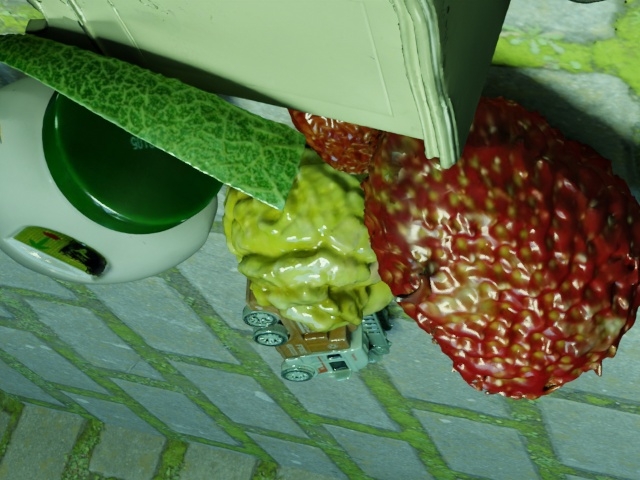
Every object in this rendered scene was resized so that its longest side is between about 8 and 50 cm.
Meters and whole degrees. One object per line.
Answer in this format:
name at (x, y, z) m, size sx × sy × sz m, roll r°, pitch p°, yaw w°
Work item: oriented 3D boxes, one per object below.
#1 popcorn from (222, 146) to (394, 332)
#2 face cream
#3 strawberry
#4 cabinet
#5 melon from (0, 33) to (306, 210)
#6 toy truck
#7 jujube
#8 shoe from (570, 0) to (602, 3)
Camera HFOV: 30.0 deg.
popcorn at (0.000, 0.000, 1.444) m, size 0.259 × 0.212 × 0.259 m, roll 22°, pitch 157°, yaw 10°
face cream at (-0.274, -0.077, 1.444) m, size 0.312 × 0.219 × 0.357 m, roll 29°, pitch 153°, yaw -20°
strawberry at (0.168, 0.013, 1.211) m, size 0.343 × 0.292 × 0.292 m, roll 17°, pitch 164°, yaw -42°
cabinet at (-0.034, -0.252, 0.747) m, size 0.318 × 0.290 × 0.227 m, roll 15°, pitch 163°, yaw 17°
melon at (-0.129, -0.098, 0.822) m, size 0.261 × 0.053 × 0.114 m, roll 24°, pitch -173°, yaw 5°
toy truck at (0.007, 0.109, 1.796) m, size 0.184 × 0.133 × 0.338 m, roll -6°, pitch 150°, yaw 14°
jujube at (0.029, -0.133, 1.238) m, size 0.112 × 0.109 × 0.176 m, roll 49°, pitch 179°, yaw 24°
shoe at (0.252, -0.246, 0.794) m, size 0.241 × 0.093 × 0.108 m, roll -21°, pitch 132°, yaw 9°
